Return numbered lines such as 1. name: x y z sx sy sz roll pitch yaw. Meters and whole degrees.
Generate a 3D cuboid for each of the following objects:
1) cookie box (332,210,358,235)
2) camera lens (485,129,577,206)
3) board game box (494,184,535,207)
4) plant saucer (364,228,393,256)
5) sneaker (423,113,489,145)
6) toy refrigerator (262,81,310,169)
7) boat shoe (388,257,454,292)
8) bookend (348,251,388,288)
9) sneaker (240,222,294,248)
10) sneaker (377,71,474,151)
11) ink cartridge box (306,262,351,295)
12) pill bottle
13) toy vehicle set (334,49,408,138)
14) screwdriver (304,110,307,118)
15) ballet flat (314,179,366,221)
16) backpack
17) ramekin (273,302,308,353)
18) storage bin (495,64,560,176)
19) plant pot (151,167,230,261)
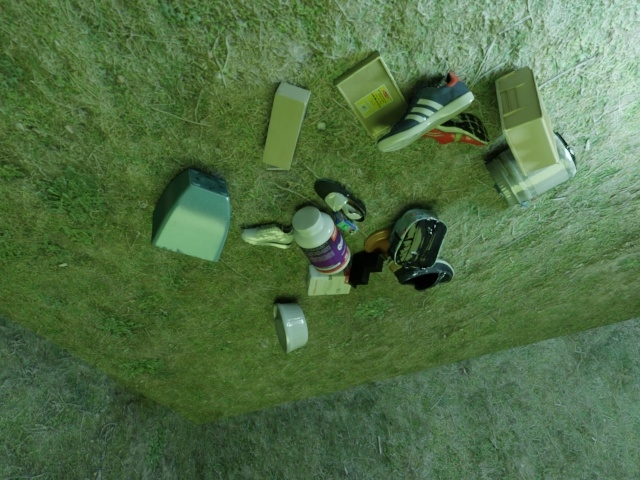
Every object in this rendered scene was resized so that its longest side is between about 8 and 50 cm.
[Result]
1. cookie box: 0.107 -0.083 1.824 0.040 0.092 0.107 -38 133 25
2. camera lens: 0.820 -0.284 1.645 0.274 0.219 0.219 -31 136 23
3. board game box: 0.869 -0.241 1.830 0.194 0.060 0.194 5 137 -19
4. plant saucer: 0.310 0.022 2.033 0.200 0.037 0.200 -6 140 -5
5. sneaker: 0.488 -0.400 1.555 0.279 0.107 0.118 11 152 -17
6. toy refrigerator: -0.117 -0.380 1.422 0.102 0.094 0.269 17 135 -3
7. boat shoe: 0.527 0.178 2.138 0.187 0.156 0.500 -37 145 31
8. bookend: 0.228 0.145 2.028 0.157 0.156 0.072 -7 147 35
9. sneaker: -0.228 -0.033 1.830 0.235 0.090 0.095 5 125 -22
10. sneaker: 0.323 -0.431 1.409 0.350 0.148 0.131 -31 176 0
11. ink cartridge box: 0.042 0.198 2.137 0.218 0.092 0.158 -3 139 -12
12. pill bottle: 0.000 0.000 1.828 0.181 0.181 0.323 -20 139 11
13. toy vehicle set: 0.184 -0.479 1.424 0.166 0.035 0.267 -28 137 19
14. screwdriver: -0.074 -0.401 1.477 0.025 0.024 0.170 29 140 1
15. ballet flat: 0.094 -0.155 1.735 0.280 0.096 0.095 25 129 -34
16. backpack: 0.433 -0.018 1.885 0.225 0.191 0.253 6 124 -17
17. ramekin: -0.160 0.460 2.278 0.127 0.273 0.273 -12 141 -18
18. storage bin: 0.710 -0.411 1.454 0.123 0.260 0.262 -16 142 34
19. plant pot: -0.457 -0.113 1.565 0.247 0.248 0.252 19 116 -30
